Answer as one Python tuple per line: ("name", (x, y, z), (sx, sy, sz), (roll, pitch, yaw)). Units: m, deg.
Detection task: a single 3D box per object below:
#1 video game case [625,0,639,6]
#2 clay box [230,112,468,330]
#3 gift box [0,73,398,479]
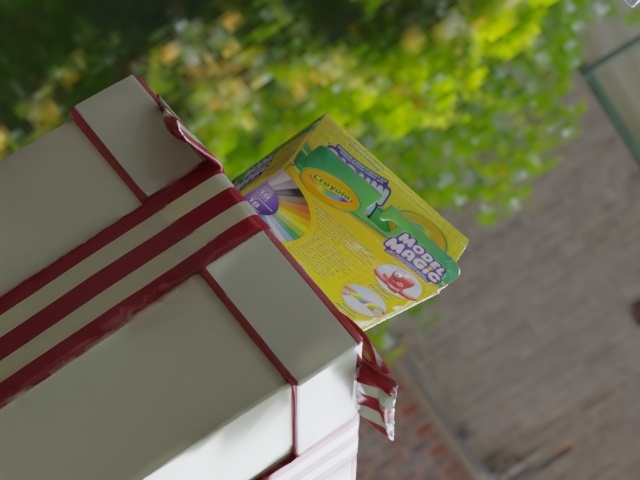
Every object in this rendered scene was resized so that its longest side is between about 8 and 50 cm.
("video game case", (0.203, -0.229, 1.426), (0.087, 0.122, 0.011), (-40, 173, -48))
("clay box", (0.000, 0.000, 1.282), (0.222, 0.127, 0.053), (-31, -159, 54))
("gift box", (-0.110, 0.079, 1.121), (0.258, 0.255, 0.276), (-32, 159, -20))
